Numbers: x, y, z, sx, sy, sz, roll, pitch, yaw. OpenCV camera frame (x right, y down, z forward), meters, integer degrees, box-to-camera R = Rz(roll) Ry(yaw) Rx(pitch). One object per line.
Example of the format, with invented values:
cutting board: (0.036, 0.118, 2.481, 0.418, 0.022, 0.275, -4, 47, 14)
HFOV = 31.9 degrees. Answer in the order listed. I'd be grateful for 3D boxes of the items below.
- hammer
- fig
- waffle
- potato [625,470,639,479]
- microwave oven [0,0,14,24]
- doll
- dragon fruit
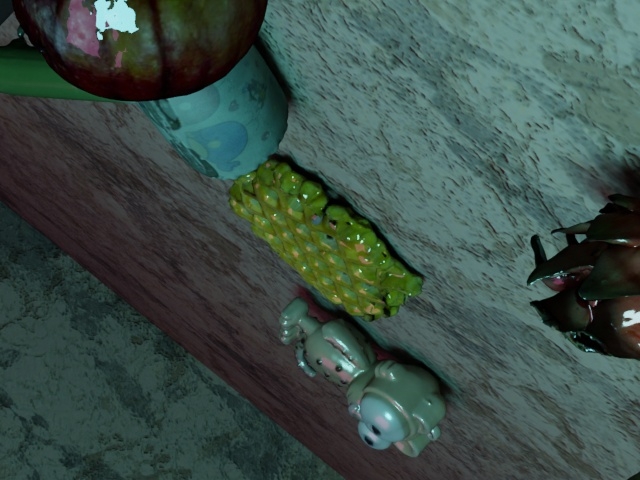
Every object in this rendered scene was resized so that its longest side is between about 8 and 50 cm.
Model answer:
hammer: (-0.204, -0.160, 1.059, 0.335, 0.119, 0.206, 9, 152, 28)
fig: (-0.140, -0.222, 0.793, 0.204, 0.186, 0.250, 52, 164, 26)
waffle: (-0.001, 0.001, 1.295, 0.254, 0.052, 0.245, 44, 162, -12)
potato: (0.369, 0.288, 0.931, 0.301, 0.288, 0.237, -98, -10, -59)
microwave oven: (-0.373, -0.313, 1.049, 0.247, 0.188, 0.178, 43, 169, -26)
doll: (0.054, 0.189, 1.551, 0.278, 0.119, 0.154, 33, 151, 28)
dragon fruit: (0.213, 0.024, 0.731, 0.142, 0.121, 0.130, -20, 156, 27)
